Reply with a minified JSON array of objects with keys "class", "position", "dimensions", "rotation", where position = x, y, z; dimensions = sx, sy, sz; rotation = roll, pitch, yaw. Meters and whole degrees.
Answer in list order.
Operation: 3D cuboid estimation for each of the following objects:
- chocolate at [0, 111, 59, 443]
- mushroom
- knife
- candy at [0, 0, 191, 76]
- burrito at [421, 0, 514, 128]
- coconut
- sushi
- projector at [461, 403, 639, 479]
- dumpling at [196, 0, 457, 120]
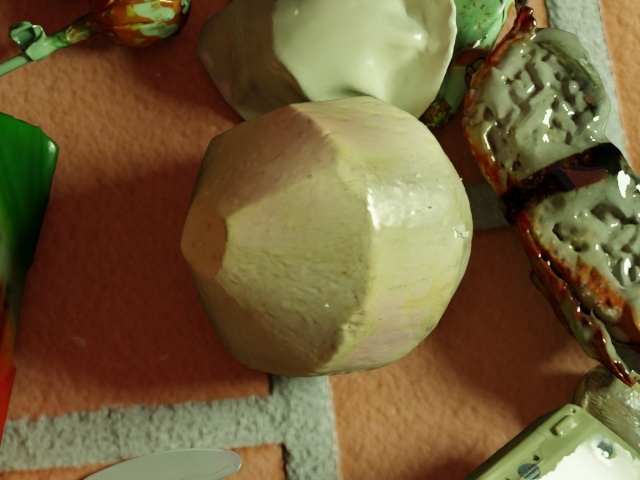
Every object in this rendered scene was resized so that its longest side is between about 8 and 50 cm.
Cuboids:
[{"class":"chocolate","position":[-0.417,0.038,1.066],"dimensions":[0.360,0.161,0.341],"rotation":[6,76,1]},{"class":"mushroom","position":[0.291,0.174,1.101],"dimensions":[0.202,0.054,0.059],"rotation":[35,81,4]},{"class":"knife","position":[-0.180,0.217,1.089],"dimensions":[0.244,0.032,0.058],"rotation":[-28,67,-14]},{"class":"candy","position":[-0.245,-0.165,1.193],"dimensions":[0.288,0.084,0.078],"rotation":[-27,72,1]},{"class":"burrito","position":[0.127,-0.233,1.220],"dimensions":[0.104,0.054,0.288],"rotation":[25,75,9]},{"class":"coconut","position":[0.000,0.000,1.064],"dimensions":[0.237,0.237,0.197],"rotation":[-47,48,-14]},{"class":"sushi","position":[0.209,-0.044,1.123],"dimensions":[0.130,0.124,0.332],"rotation":[-27,75,0]},{"class":"projector","position":[0.226,0.260,1.016],"dimensions":[0.193,0.088,0.269],"rotation":[-32,84,-35]},{"class":"dumpling","position":[0.004,-0.157,1.165],"dimensions":[0.216,0.126,0.166],"rotation":[-11,94,-2]}]
